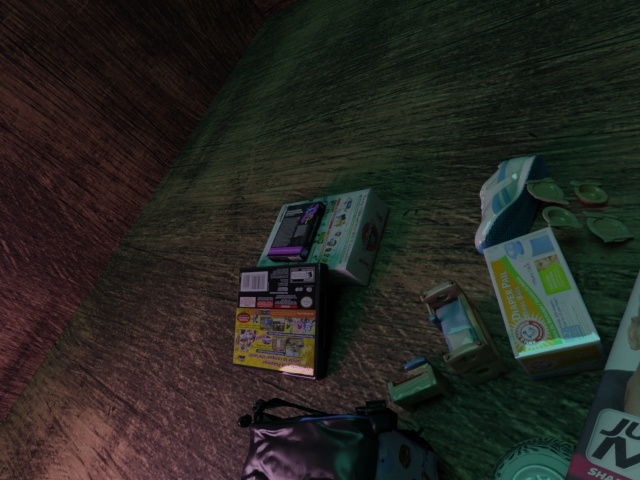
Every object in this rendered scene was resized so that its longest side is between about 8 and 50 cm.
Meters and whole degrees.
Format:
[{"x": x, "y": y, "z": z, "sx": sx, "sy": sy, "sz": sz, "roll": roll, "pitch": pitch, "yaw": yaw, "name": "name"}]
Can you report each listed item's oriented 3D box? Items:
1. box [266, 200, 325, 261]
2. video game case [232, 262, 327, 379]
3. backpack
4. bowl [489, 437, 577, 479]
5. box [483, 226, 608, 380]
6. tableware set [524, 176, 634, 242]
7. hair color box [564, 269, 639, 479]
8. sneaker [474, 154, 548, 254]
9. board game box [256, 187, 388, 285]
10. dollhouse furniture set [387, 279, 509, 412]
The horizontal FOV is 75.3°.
[{"x": -0.060, "y": -0.022, "z": 1.040, "sx": 0.116, "sy": 0.029, "sz": 0.162, "roll": -3, "pitch": 57, "yaw": 41, "name": "box"}, {"x": -0.101, "y": 0.183, "z": 0.977, "sx": 0.275, "sy": 0.035, "sz": 0.248, "roll": -7, "pitch": 77, "yaw": 39, "name": "video game case"}, {"x": 0.045, "y": 0.351, "z": 0.595, "sx": 0.277, "sy": 0.263, "sz": 0.213, "roll": -18, "pitch": 54, "yaw": 41, "name": "backpack"}, {"x": 0.290, "y": 0.334, "z": 0.528, "sx": 0.170, "sy": 0.080, "sz": 0.170, "roll": -23, "pitch": 45, "yaw": 26, "name": "bowl"}, {"x": 0.348, "y": 0.099, "z": 0.653, "sx": 0.114, "sy": 0.103, "sz": 0.203, "roll": -24, "pitch": 44, "yaw": 26, "name": "box"}, {"x": 0.441, "y": -0.059, "z": 0.715, "sx": 0.141, "sy": 0.020, "sz": 0.168, "roll": 4, "pitch": 45, "yaw": 1, "name": "tableware set"}, {"x": 0.402, "y": 0.187, "z": 0.436, "sx": 0.174, "sy": 0.105, "sz": 0.347, "roll": 6, "pitch": 49, "yaw": 50, "name": "hair color box"}, {"x": 0.357, "y": -0.066, "z": 0.811, "sx": 0.228, "sy": 0.087, "sz": 0.092, "roll": -55, "pitch": 29, "yaw": -17, "name": "sneaker"}, {"x": 0.000, "y": 0.000, "z": 1.064, "sx": 0.304, "sy": 0.097, "sz": 0.224, "roll": -5, "pitch": 56, "yaw": 42, "name": "board game box"}, {"x": 0.189, "y": 0.183, "z": 0.707, "sx": 0.184, "sy": 0.129, "sz": 0.129, "roll": -32, "pitch": 41, "yaw": 19, "name": "dollhouse furniture set"}]
